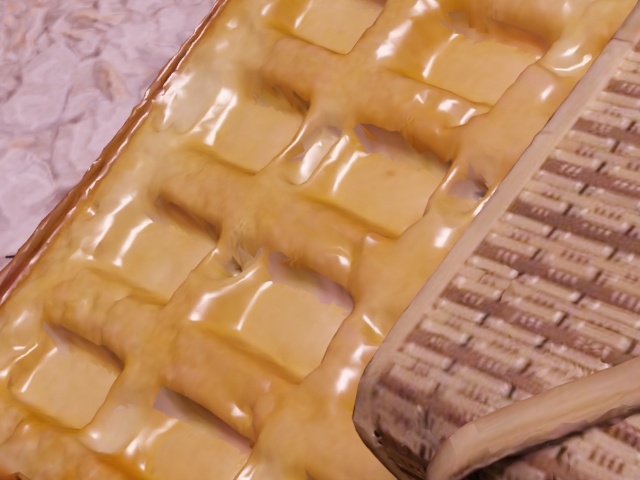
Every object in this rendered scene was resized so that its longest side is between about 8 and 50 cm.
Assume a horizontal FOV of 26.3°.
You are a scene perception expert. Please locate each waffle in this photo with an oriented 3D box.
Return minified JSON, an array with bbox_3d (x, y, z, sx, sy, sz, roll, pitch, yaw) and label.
[{"bbox_3d":[-0.001,0.000,0.621,0.304,0.077,0.348,25,75,43],"label":"waffle"}]

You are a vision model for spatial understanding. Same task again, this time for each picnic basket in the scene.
[{"bbox_3d":[0.196,0.032,0.473,0.313,0.228,0.175,-52,39,-12],"label":"picnic basket"}]
